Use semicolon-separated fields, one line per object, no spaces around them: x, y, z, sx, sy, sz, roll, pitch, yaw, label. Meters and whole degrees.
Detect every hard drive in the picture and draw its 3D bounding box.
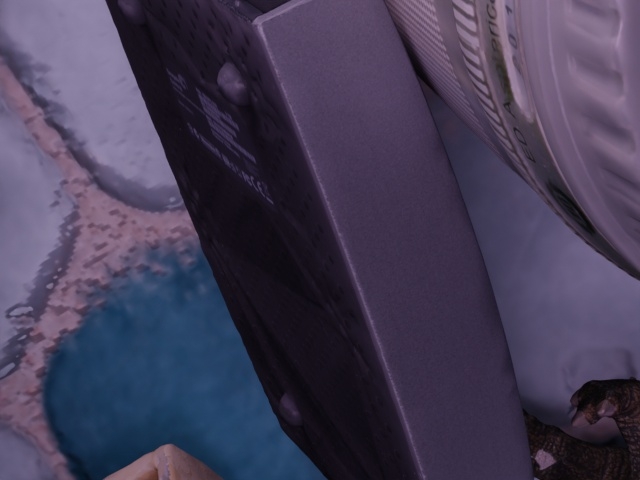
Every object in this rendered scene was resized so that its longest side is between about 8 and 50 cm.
0.000;0.000;0.614;0.054;0.172;0.254;-29;125;-14;hard drive

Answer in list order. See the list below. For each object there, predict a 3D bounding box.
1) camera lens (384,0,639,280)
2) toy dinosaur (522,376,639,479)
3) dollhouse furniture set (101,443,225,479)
0.127;-0.104;0.504;0.219;0.274;0.219;-4;111;-11;camera lens
0.134;0.135;0.699;0.160;0.121;0.313;30;106;-15;toy dinosaur
-0.224;0.127;0.619;0.256;0.362;0.394;-34;130;16;dollhouse furniture set
